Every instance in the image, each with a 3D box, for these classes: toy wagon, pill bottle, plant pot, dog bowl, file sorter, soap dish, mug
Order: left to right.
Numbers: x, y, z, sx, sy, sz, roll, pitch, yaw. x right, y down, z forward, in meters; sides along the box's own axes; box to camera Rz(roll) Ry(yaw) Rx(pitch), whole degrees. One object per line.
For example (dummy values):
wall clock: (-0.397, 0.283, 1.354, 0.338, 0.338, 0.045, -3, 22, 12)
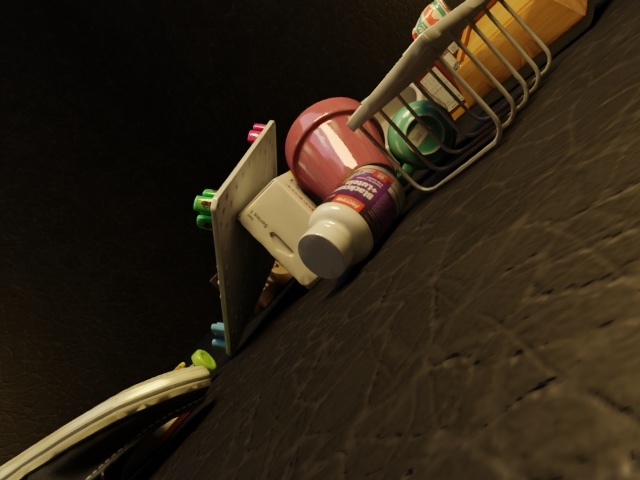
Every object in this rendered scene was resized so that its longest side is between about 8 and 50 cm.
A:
toy wagon: (-0.320, 0.338, 1.013, 0.267, 0.068, 0.344, -44, 3, 3)
plant pot: (0.051, -0.141, 0.955, 0.201, 0.201, 0.180, -43, 44, 14)
pill bottle: (0.048, -0.028, 0.780, 0.108, 0.108, 0.193, -40, 6, 47)
dog bowl: (0.168, -0.283, 1.356, 0.348, 0.102, 0.349, -31, 37, 27)
mug: (0.196, -0.187, 0.962, 0.129, 0.158, 0.097, -10, 9, 6)
file sorter: (0.215, -0.237, 0.791, 0.278, 0.173, 0.193, -46, 3, -38)
soap dish: (0.399, -0.437, 1.015, 0.291, 0.118, 0.229, -36, 29, 57)

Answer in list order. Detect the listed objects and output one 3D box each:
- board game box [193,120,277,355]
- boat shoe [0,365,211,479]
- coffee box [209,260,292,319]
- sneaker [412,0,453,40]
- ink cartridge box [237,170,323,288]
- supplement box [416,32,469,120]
board game box: (-0.169, -0.017, 1.120, 0.390, 0.050, 0.390, -71, -14, -54)
boat shoe: (-0.365, 0.354, 0.720, 0.500, 0.156, 0.187, -33, -5, -18)
coffee box: (-0.167, 0.076, 1.519, 0.119, 0.168, 0.297, -41, 6, 43)
sneaker: (0.194, -0.381, 0.887, 0.075, 0.057, 0.161, -38, 7, 19)
ink cartridge box: (-0.033, -0.042, 1.083, 0.117, 0.201, 0.278, -44, 3, 17)
supplement box: (0.392, -0.484, 1.487, 0.191, 0.194, 0.129, -46, 4, -29)
